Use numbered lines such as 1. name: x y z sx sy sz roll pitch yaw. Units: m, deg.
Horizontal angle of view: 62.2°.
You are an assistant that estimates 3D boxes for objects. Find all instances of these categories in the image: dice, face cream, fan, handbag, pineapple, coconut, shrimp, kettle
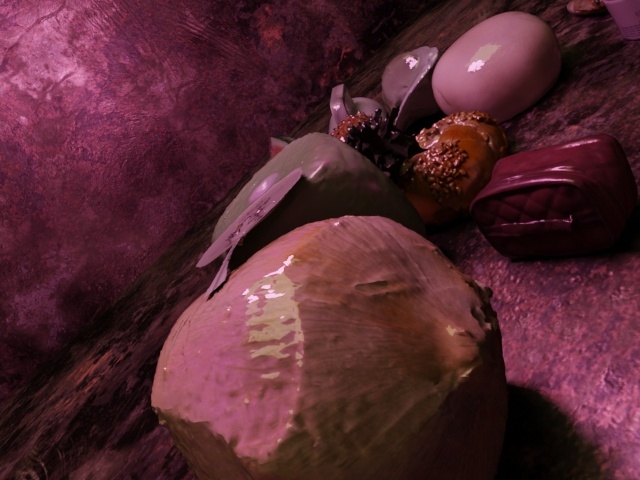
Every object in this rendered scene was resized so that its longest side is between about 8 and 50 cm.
1. dice: 0.000 0.000 1.068 0.318 0.330 0.322 -48 22 -5
2. face cream: 0.712 -0.546 1.142 0.177 0.153 0.177 -37 21 17
3. fan: -0.115 -0.006 0.767 0.233 0.012 0.415 -40 14 15
4. handbag: 0.352 -0.060 0.814 0.225 0.146 0.135 -8 36 53
5. pineapple: 0.112 -0.191 1.104 0.165 0.165 0.364 -41 14 1
6. coconut: 0.042 0.158 0.606 0.404 0.404 0.404 -35 21 16
7. shrimp: 0.754 -0.646 1.407 0.145 0.059 0.254 -27 18 10
8. kettle: 0.120 -0.320 1.596 0.318 0.205 0.265 -79 -3 -59

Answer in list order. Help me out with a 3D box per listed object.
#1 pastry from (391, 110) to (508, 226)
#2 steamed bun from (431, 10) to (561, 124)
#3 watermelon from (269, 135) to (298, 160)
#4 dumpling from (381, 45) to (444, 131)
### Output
1. pastry: 0.270 -0.171 1.166 0.255 0.162 0.311 -17 32 44
2. steamed bun: 0.436 -0.444 1.354 0.324 0.206 0.324 -36 20 15
3. watermelon: -0.028 -0.197 1.827 0.250 0.292 0.283 -9 35 -27
4. dumpling: 0.277 -0.459 1.625 0.270 0.320 0.212 -44 61 16
